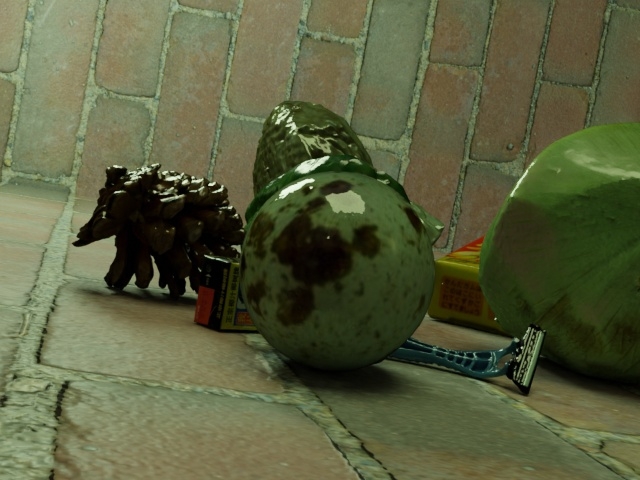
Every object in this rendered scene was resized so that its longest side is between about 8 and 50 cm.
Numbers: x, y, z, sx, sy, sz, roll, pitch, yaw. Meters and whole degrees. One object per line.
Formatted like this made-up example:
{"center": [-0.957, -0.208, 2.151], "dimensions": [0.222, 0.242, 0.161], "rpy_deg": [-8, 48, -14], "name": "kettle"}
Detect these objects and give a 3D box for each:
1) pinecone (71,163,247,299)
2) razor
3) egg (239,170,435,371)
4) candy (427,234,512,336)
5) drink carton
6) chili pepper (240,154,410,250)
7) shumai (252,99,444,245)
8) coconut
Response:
{"center": [-0.182, -0.012, 1.176], "dimensions": [0.195, 0.149, 0.179], "rpy_deg": [9, 3, -15], "name": "pinecone"}
{"center": [0.087, 0.102, 1.004], "dimensions": [0.253, 0.042, 0.082], "rpy_deg": [9, 44, 18], "name": "razor"}
{"center": [0.015, 0.032, 0.896], "dimensions": [0.169, 0.169, 0.231], "rpy_deg": [10, -15, 6], "name": "egg"}
{"center": [0.273, 0.056, 1.483], "dimensions": [0.146, 0.088, 0.276], "rpy_deg": [11, 15, 28], "name": "candy"}
{"center": [-0.051, 0.057, 1.065], "dimensions": [0.166, 0.071, 0.056], "rpy_deg": [8, 0, -44], "name": "drink carton"}
{"center": [0.001, 0.011, 1.338], "dimensions": [0.213, 0.167, 0.385], "rpy_deg": [24, -12, -10], "name": "chili pepper"}
{"center": [0.050, -0.089, 1.764], "dimensions": [0.289, 0.329, 0.292], "rpy_deg": [-5, -35, -19], "name": "shumai"}
{"center": [0.337, 0.017, 1.124], "dimensions": [0.328, 0.281, 0.328], "rpy_deg": [30, -22, 14], "name": "coconut"}
